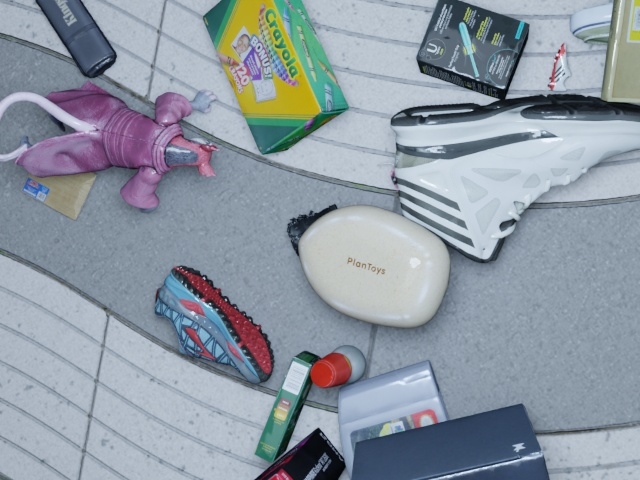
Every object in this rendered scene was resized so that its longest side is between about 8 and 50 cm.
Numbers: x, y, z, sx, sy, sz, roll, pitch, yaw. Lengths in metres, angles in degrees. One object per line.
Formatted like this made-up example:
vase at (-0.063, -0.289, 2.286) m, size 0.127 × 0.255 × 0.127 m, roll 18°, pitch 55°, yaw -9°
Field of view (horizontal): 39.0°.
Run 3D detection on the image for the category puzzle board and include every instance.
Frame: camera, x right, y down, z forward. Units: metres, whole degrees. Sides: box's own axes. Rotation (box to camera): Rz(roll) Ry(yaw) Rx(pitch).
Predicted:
puzzle board at (-0.497, -0.109, 1.721) m, size 0.128 × 0.011 × 0.096 m, roll 27°, pitch 94°, yaw 11°

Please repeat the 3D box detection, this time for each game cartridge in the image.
game cartridge at (0.143, 0.376, 1.566) m, size 0.196 × 0.060 × 0.294 m, roll -20°, pitch 84°, yaw 13°

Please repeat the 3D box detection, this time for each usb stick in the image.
usb stick at (-0.482, -0.432, 1.713) m, size 0.077 × 0.045 × 0.278 m, roll -35°, pitch 82°, yaw 8°

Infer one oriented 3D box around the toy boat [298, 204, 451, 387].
toy boat at (0.069, 0.099, 1.522) m, size 0.267 × 0.148 × 0.318 m, roll 23°, pitch 100°, yaw 21°

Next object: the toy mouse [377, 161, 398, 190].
toy mouse at (0.182, -0.107, 1.588) m, size 0.160 × 0.031 × 0.143 m, roll -5°, pitch 86°, yaw 10°

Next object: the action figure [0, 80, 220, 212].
action figure at (-0.340, -0.192, 1.577) m, size 0.370 × 0.275 × 0.248 m, roll 12°, pitch 84°, yaw 24°

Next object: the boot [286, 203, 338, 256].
boot at (0.000, 0.000, 1.610) m, size 0.099 × 0.045 × 0.121 m, roll -23°, pitch 81°, yaw 9°

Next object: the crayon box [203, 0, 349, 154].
crayon box at (-0.081, -0.313, 1.583) m, size 0.165 × 0.081 × 0.279 m, roll -29°, pitch 82°, yaw 40°

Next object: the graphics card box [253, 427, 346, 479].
graphics card box at (-0.090, 0.433, 1.443) m, size 0.232 × 0.371 × 0.094 m, roll -41°, pitch 82°, yaw 7°

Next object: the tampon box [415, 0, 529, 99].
tampon box at (0.261, -0.328, 1.547) m, size 0.161 × 0.101 × 0.121 m, roll 22°, pitch 91°, yaw 11°

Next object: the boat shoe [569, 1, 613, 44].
boat shoe at (0.567, -0.341, 1.492) m, size 0.302 × 0.109 × 0.094 m, roll 1°, pitch 90°, yaw 7°

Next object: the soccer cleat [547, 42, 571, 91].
soccer cleat at (0.417, -0.297, 1.557) m, size 0.035 × 0.029 × 0.083 m, roll 13°, pitch 93°, yaw 2°

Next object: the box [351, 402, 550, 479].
box at (0.236, 0.501, 1.417) m, size 0.293 × 0.212 × 0.396 m, roll -14°, pitch 99°, yaw 7°

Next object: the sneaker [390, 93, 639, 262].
sneaker at (0.342, -0.102, 1.518) m, size 0.447 × 0.169 × 0.258 m, roll -4°, pitch 109°, yaw -1°

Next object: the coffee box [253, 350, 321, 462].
coffee box at (-0.056, 0.287, 1.574) m, size 0.040 × 0.113 × 0.184 m, roll 22°, pitch 93°, yaw 9°

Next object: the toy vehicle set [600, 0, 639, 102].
toy vehicle set at (0.547, -0.351, 1.429) m, size 0.165 × 0.035 × 0.267 m, roll 3°, pitch 106°, yaw -2°

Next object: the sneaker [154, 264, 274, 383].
sneaker at (-0.194, 0.170, 1.625) m, size 0.262 × 0.104 × 0.125 m, roll 45°, pitch 113°, yaw 13°
